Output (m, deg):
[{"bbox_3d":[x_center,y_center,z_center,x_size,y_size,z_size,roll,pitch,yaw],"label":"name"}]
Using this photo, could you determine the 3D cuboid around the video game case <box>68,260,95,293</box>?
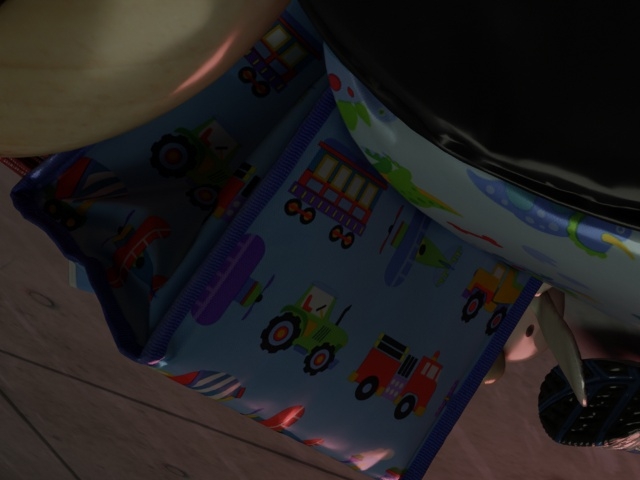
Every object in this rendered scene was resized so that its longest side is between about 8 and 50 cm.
[{"bbox_3d":[-0.076,-0.051,1.218,0.193,0.023,0.212,14,113,31],"label":"video game case"}]

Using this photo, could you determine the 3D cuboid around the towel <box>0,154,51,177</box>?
[{"bbox_3d":[-0.118,-0.002,1.421,0.329,0.037,0.237,36,178,7],"label":"towel"}]

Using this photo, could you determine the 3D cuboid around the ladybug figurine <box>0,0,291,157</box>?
[{"bbox_3d":[-0.162,-0.199,0.874,0.449,0.162,0.305,18,114,32],"label":"ladybug figurine"}]

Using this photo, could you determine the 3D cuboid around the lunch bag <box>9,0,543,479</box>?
[{"bbox_3d":[0.043,-0.054,0.939,0.221,0.293,0.138,32,-168,-48],"label":"lunch bag"}]

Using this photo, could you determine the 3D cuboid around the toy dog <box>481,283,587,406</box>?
[{"bbox_3d":[0.104,0.023,1.179,0.220,0.161,0.333,12,155,34],"label":"toy dog"}]

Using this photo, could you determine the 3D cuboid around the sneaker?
[{"bbox_3d":[0.254,0.111,1.358,0.211,0.080,0.081,4,175,42],"label":"sneaker"}]

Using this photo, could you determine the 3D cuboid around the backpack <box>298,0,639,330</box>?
[{"bbox_3d":[0.162,-0.064,0.761,0.290,0.273,0.355,20,-164,17],"label":"backpack"}]
